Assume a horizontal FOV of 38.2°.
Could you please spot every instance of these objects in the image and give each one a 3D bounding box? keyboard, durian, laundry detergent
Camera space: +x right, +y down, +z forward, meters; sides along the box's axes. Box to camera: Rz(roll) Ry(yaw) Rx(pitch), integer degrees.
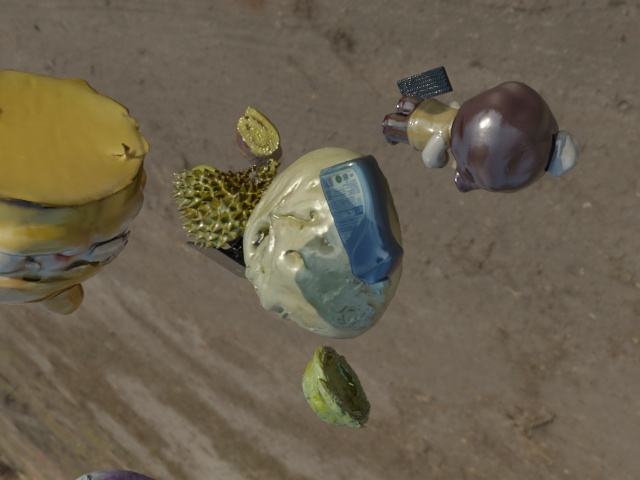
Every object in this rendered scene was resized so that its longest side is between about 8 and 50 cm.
[{"bbox_3d":[0.234,-0.350,2.097,0.204,0.013,0.061,-1,115,66],"label":"keyboard"},{"bbox_3d":[-0.189,-0.079,1.837,0.306,0.167,0.172,-19,91,49],"label":"durian"},{"bbox_3d":[0.065,-0.017,1.357,0.097,0.061,0.206,-13,97,36],"label":"laundry detergent"}]

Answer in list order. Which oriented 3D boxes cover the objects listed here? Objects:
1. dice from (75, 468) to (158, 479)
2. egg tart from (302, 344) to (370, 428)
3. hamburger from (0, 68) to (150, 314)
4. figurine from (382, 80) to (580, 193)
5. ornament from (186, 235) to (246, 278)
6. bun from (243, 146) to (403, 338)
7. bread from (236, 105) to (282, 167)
[{"bbox_3d":[-0.413,0.645,1.859,0.271,0.270,0.270,30,124,-23],"label":"dice"},{"bbox_3d":[0.029,0.314,1.946,0.078,0.197,0.197,-33,107,21],"label":"egg tart"},{"bbox_3d":[-0.344,-0.041,1.068,0.276,0.276,0.236,35,128,16],"label":"hamburger"},{"bbox_3d":[0.296,-0.192,1.817,0.365,0.218,0.206,4,125,53],"label":"figurine"},{"bbox_3d":[-0.145,-0.027,1.970,0.166,0.196,0.153,36,167,-28],"label":"ornament"},{"bbox_3d":[0.000,0.000,1.595,0.235,0.325,0.362,6,-176,-23],"label":"bun"},{"bbox_3d":[-0.159,-0.257,2.382,0.132,0.103,0.172,45,172,4],"label":"bread"}]
